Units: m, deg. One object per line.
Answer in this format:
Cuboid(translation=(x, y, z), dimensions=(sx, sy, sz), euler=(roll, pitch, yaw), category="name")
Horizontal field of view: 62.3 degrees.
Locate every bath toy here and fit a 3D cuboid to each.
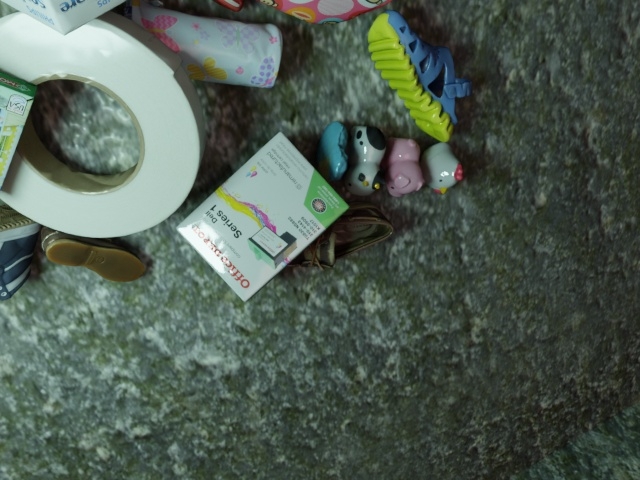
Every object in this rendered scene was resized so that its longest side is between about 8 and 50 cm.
Cuboid(translation=(0.169, -0.162, 1.164), dimensions=(0.349, 0.129, 0.151), euler=(3, 112, -25), category="bath toy")

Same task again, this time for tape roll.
Cuboid(translation=(-0.385, -0.181, 0.871), dimensions=(0.393, 0.072, 0.391), euler=(-1, 124, -1), category="tape roll")

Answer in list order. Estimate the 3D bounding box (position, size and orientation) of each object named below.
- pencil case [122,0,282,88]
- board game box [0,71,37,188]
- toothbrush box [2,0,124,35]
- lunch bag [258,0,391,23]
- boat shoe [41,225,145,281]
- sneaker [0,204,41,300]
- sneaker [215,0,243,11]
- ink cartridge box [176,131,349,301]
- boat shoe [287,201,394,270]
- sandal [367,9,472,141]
Cuboid(translation=(-0.204, -0.341, 0.927), dimensions=(0.273, 0.124, 0.113), euler=(2, 156, -23), category="pencil case")
Cuboid(translation=(-0.599, -0.183, 0.735), dimensions=(0.318, 0.046, 0.213), euler=(18, 121, -33), category="board game box")
Cuboid(translation=(-0.384, -0.437, 0.639), dimensions=(0.126, 0.216, 0.295), euler=(-46, 153, -27), category="toothbrush box")
Cuboid(translation=(0.000, -0.462, 0.843), dimensions=(0.293, 0.258, 0.120), euler=(5, 85, -39), category="lunch bag")
Cuboid(translation=(-0.434, 0.021, 1.021), dimensions=(0.073, 0.073, 0.207), euler=(-48, 142, 7), category="boat shoe")
Cuboid(translation=(-0.601, 0.038, 0.879), dimensions=(0.282, 0.099, 0.153), euler=(-26, 141, -60), category="sneaker")
Cuboid(translation=(-0.193, -0.494, 0.874), dimensions=(0.221, 0.087, 0.128), euler=(32, 100, -33), category="sneaker")
Cuboid(translation=(-0.112, -0.044, 1.059), dimensions=(0.278, 0.117, 0.201), euler=(-43, 92, 0), category="ink cartridge box")
Cuboid(translation=(0.000, 0.000, 1.169), dimensions=(0.342, 0.123, 0.123), euler=(-12, 118, -18), category="boat shoe")
Cuboid(translation=(0.215, -0.355, 1.103), dimensions=(0.138, 0.126, 0.317), euler=(-48, 131, -1), category="sandal")
